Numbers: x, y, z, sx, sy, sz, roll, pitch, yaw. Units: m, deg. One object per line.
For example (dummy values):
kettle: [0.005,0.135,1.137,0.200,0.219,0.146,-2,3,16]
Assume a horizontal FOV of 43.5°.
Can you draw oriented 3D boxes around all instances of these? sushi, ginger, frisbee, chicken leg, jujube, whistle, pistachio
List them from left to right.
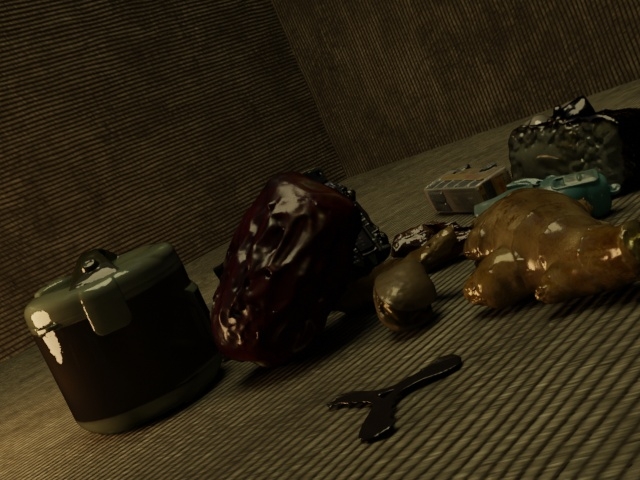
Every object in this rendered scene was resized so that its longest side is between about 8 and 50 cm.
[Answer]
jujube: [-0.059,0.050,1.467,0.258,0.377,0.258,13,-17,4]
frisbee: [0.082,0.211,1.086,0.211,0.012,0.187,-31,10,-39]
ginger: [0.148,0.063,1.509,0.148,0.081,0.333,-12,-14,-31]
pistachio: [0.139,0.093,1.342,0.113,0.113,0.149,-20,8,24]
chicken leg: [0.291,0.000,1.645,0.304,0.093,0.113,-12,29,21]
ginger: [0.323,0.008,1.195,0.236,0.166,0.375,-14,3,3]
whistle: [0.430,-0.072,1.530,0.274,0.093,0.186,-11,37,18]
sushi: [0.553,-0.175,1.714,0.182,0.196,0.343,-7,3,-34]

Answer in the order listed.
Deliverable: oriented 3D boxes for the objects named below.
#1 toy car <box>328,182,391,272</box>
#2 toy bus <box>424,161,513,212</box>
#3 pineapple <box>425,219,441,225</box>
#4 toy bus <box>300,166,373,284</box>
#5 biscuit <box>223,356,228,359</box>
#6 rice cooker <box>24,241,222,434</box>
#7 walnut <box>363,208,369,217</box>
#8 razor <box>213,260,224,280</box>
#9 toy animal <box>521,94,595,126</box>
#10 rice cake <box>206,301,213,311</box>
toy car: [0.057,-0.025,1.634,0.103,0.216,0.063,-27,-30,-14]
toy bus: [0.398,-0.132,2.129,0.138,0.097,0.342,-33,11,-14]
pineapple: [0.256,-0.008,1.851,0.058,0.058,0.124,-21,9,20]
toy bus: [0.000,0.000,1.746,0.139,0.289,0.157,-27,-3,-14]
biscuit: [-0.177,0.185,1.838,0.094,0.054,0.379,-24,8,4]
rice cooker: [-0.378,0.167,1.557,0.335,0.325,0.335,-24,8,4]
walnut: [0.076,-0.046,2.339,0.140,0.140,0.162,-23,-2,8]
razor: [-0.116,0.086,1.767,0.113,0.204,0.349,-36,3,17]
toy animal: [0.602,-0.254,2.053,0.235,0.165,0.187,-21,-14,14]
rice cake: [-0.313,0.202,2.137,0.298,0.050,0.106,-21,8,24]
